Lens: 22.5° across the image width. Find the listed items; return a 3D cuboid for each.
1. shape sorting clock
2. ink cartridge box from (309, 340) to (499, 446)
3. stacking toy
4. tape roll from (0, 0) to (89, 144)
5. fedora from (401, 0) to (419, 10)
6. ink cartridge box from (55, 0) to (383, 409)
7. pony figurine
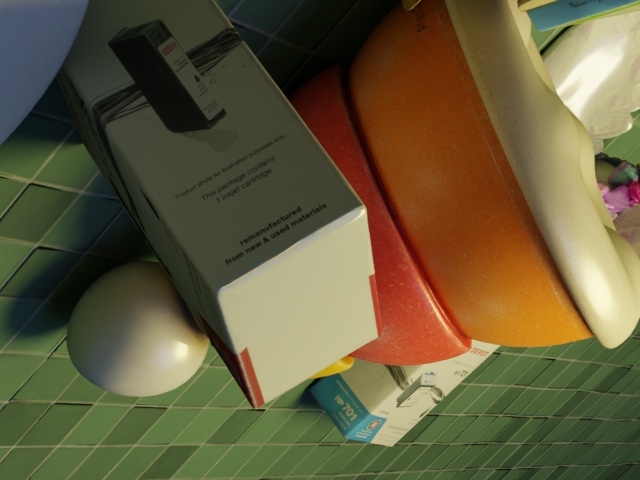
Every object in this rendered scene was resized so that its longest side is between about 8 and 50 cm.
[{"bbox_3d":[0.250,-0.200,1.213,0.206,0.040,0.206,-14,-177,1],"label":"shape sorting clock"},{"bbox_3d":[0.101,0.148,1.892,0.190,0.082,0.139,-43,154,13],"label":"ink cartridge box"},{"bbox_3d":[0.000,0.000,1.366,0.480,0.351,0.350,-23,157,12],"label":"stacking toy"},{"bbox_3d":[-0.313,-0.125,0.917,0.392,0.072,0.392,-30,154,-16],"label":"tape roll"},{"bbox_3d":[0.118,-0.226,1.056,0.194,0.079,0.194,-157,-90,-81],"label":"fedora"},{"bbox_3d":[-0.079,-0.049,1.117,0.114,0.273,0.197,-30,153,-10],"label":"ink cartridge box"},{"bbox_3d":[0.271,-0.037,1.646,0.351,0.303,0.363,-31,170,4],"label":"pony figurine"}]
